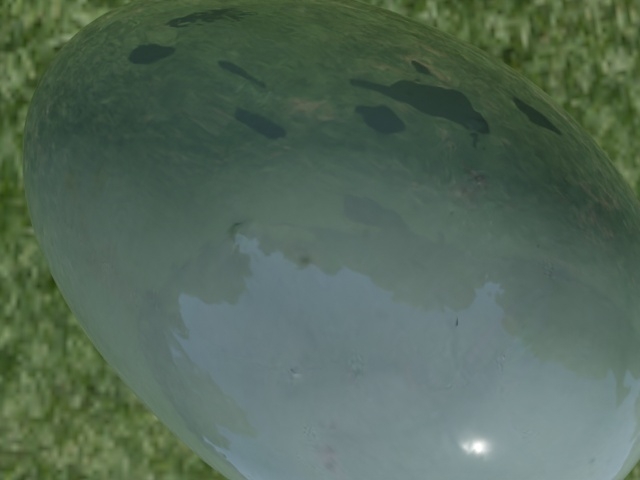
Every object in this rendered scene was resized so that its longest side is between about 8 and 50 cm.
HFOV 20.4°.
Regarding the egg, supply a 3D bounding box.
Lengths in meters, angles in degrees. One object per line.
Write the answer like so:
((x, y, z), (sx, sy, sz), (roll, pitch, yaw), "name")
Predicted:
((0.000, 0.000, 0.840), (0.230, 0.371, 0.230), (-31, 138, -32), "egg")
